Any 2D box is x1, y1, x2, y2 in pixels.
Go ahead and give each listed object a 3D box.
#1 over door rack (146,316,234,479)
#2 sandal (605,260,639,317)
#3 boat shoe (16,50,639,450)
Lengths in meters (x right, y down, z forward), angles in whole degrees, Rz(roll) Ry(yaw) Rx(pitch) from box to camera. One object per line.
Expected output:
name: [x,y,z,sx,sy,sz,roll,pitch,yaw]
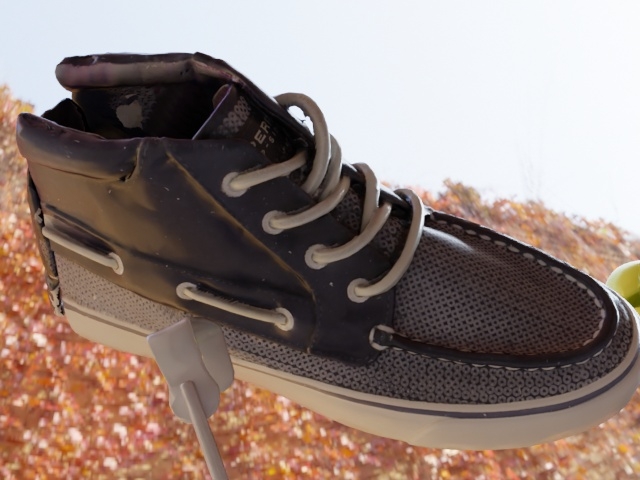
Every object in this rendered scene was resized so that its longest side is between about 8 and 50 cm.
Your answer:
over door rack: [-0.113,0.200,0.385,0.239,0.324,0.108,-25,-30,4]
sandal: [0.334,0.111,0.793,0.126,0.317,0.138,-1,-40,-33]
boat shoe: [0.000,0.000,0.543,0.340,0.127,0.158,8,-42,12]
